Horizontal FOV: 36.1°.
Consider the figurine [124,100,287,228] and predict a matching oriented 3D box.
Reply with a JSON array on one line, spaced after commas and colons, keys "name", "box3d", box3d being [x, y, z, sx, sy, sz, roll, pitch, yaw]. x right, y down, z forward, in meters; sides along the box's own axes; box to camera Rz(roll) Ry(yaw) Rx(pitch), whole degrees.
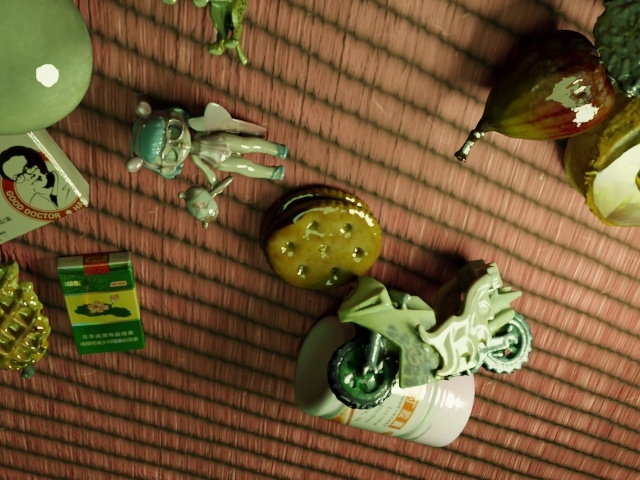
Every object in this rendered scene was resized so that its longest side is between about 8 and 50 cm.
[{"name": "figurine", "box3d": [-0.186, -0.127, 1.585, 0.260, 0.103, 0.205, 7, 105, -22]}]

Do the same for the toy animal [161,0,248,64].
[{"name": "toy animal", "box3d": [-0.141, -0.354, 1.407, 0.073, 0.136, 0.181, 1, 152, 31]}]

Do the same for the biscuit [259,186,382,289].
[{"name": "biscuit", "box3d": [0.000, 0.000, 1.767, 0.220, 0.066, 0.220, -5, 132, -5]}]

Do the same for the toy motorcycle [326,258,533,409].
[{"name": "toy motorcycle", "box3d": [0.197, 0.163, 1.808, 0.410, 0.169, 0.237, -10, 90, -19]}]

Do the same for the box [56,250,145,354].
[{"name": "box", "box3d": [-0.404, 0.120, 1.826, 0.132, 0.034, 0.235, -5, 133, -5]}]

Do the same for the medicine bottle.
[{"name": "medicine bottle", "box3d": [0.127, 0.282, 1.955, 0.316, 0.202, 0.202, 18, 126, -25]}]

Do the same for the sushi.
[{"name": "sushi", "box3d": [0.529, -0.284, 1.472, 0.184, 0.274, 0.139, -7, 145, -35]}]

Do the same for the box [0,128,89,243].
[{"name": "box", "box3d": [-0.584, -0.079, 1.597, 0.353, 0.069, 0.214, -23, 132, 9]}]

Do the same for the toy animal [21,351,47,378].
[{"name": "toy animal", "box3d": [-0.639, 0.181, 1.812, 0.269, 0.082, 0.137, 12, 126, -15]}]

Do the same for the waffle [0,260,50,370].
[{"name": "waffle", "box3d": [-0.597, 0.136, 1.707, 0.237, 0.059, 0.243, -11, 123, 2]}]

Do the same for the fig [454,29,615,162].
[{"name": "fig", "box3d": [0.329, -0.214, 1.576, 0.274, 0.145, 0.170, -32, 120, 19]}]

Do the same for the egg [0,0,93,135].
[{"name": "egg", "box3d": [-0.472, -0.280, 1.303, 0.258, 0.258, 0.352, -39, 125, 24]}]

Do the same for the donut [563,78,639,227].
[{"name": "donut", "box3d": [0.585, -0.157, 1.666, 0.330, 0.160, 0.330, -5, 124, -7]}]
